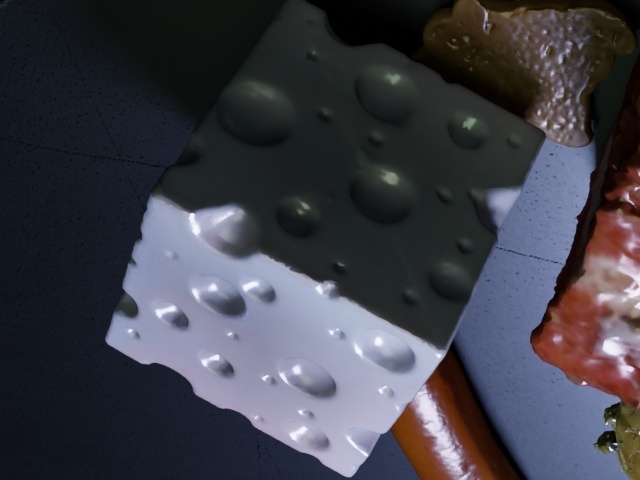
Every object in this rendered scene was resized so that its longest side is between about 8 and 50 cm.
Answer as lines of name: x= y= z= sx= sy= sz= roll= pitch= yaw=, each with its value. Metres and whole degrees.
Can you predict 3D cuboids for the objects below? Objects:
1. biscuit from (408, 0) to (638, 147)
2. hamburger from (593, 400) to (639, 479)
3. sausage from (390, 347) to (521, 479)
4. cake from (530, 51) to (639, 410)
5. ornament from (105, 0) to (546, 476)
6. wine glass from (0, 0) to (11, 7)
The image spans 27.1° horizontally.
biscuit: x=0.141 y=-0.131 z=1.079 sx=0.250 sy=0.035 sz=0.162 roll=-19 pitch=114 yaw=34
hamburger: x=0.323 y=0.169 z=1.166 sx=0.185 sy=0.131 sz=0.159 roll=-17 pitch=113 yaw=37
sausage: x=0.131 y=0.209 z=1.312 sx=0.089 sy=0.083 sz=0.300 roll=-20 pitch=117 yaw=21
cake: x=0.327 y=-0.039 z=0.915 sx=0.269 sy=0.270 sz=0.319 roll=20 pitch=129 yaw=9
ornament: x=0.000 y=0.000 z=1.077 sx=0.240 sy=0.239 sz=0.239 roll=29 pitch=144 yaw=1
wine glass: x=-0.418 y=-0.343 z=1.026 sx=0.267 sy=0.267 sz=0.406 roll=-1 pitch=121 yaw=25
